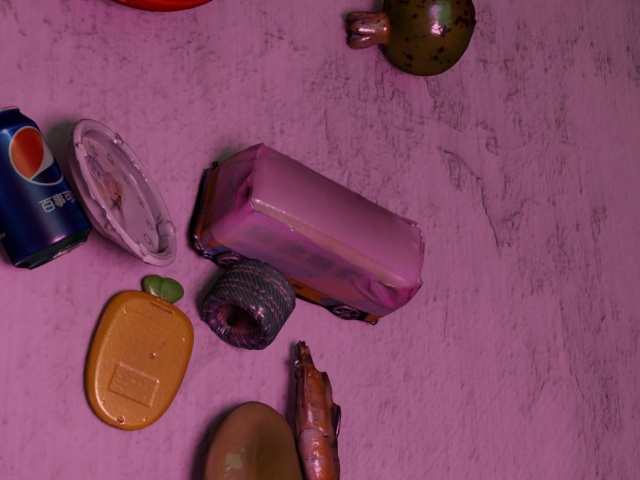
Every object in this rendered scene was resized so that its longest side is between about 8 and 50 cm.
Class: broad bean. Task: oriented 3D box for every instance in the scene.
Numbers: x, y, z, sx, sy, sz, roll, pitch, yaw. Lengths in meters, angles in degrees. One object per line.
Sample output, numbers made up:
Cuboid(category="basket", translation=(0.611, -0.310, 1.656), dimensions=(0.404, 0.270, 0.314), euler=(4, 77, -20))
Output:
Cuboid(category="broad bean", translation=(-0.090, 0.357, 1.352), dimensions=(0.189, 0.121, 0.263), euler=(33, 55, -36))

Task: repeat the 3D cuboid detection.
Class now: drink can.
Cuboid(category="drink can", translation=(-0.397, -0.069, 1.268), dimensions=(0.118, 0.118, 0.205), euler=(-32, 94, -39))

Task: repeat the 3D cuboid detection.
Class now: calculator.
Cuboid(category="calculator", translation=(-0.252, 0.154, 1.354), dimensions=(0.146, 0.032, 0.235), euler=(29, 62, -27))

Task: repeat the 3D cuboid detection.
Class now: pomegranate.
Cuboid(category="pomegranate", translation=(0.169, -0.404, 1.771), dimensions=(0.248, 0.202, 0.202), euler=(-5, 76, -8))

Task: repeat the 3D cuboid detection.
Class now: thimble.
Cuboid(category="thimble", translation=(-0.106, 0.096, 1.416), dimensions=(0.118, 0.135, 0.090), euler=(45, 53, -11))

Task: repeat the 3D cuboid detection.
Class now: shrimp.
Cuboid(category="shrimp", translation=(0.004, 0.284, 1.462), dimensions=(0.145, 0.059, 0.254), euler=(59, 19, -51))

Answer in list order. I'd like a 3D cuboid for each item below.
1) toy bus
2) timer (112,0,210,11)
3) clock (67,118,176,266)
Cuboid(category="toy bus", translation=(0.000, 0.000, 1.512), dimensions=(0.386, 0.162, 0.171), euler=(26, 60, -28))
Cuboid(category="timer", translation=(-0.255, -0.531, 1.426), dimensions=(0.378, 0.279, 0.378), euler=(12, 68, -31))
Cuboid(category="clock", translation=(-0.285, -0.059, 1.334), dimensions=(0.236, 0.053, 0.236), euler=(58, 12, -20))
